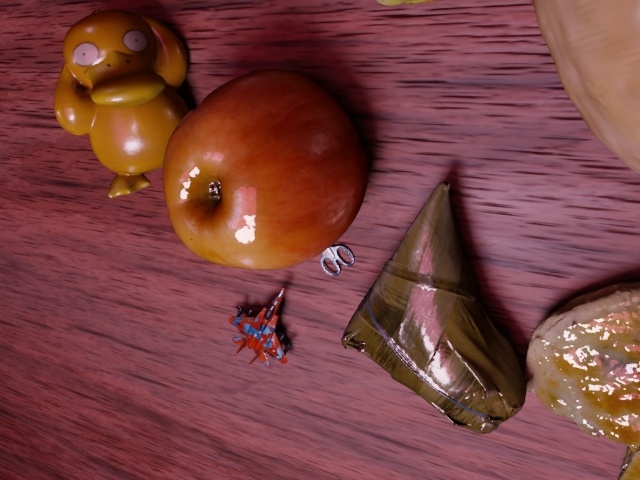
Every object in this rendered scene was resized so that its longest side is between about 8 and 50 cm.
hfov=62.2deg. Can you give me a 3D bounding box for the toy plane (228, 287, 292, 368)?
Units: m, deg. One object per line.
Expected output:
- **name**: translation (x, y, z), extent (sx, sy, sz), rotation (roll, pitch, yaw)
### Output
- **toy plane**: translation (-0.090, 0.139, 0.897), extent (0.130, 0.061, 0.189), rotation (37, 121, 11)

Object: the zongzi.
- **zongzi**: translation (0.188, 0.095, 0.681), extent (0.251, 0.125, 0.274), rotation (34, 119, 13)

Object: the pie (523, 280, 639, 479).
- **pie**: translation (0.415, 0.182, 0.618), extent (0.338, 0.075, 0.337), rotation (13, 118, 26)

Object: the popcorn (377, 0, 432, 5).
- **popcorn**: translation (0.088, -0.346, 0.460), extent (0.277, 0.225, 0.276), rotation (15, 123, 24)

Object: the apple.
- **apple**: translation (-0.070, -0.086, 0.664), extent (0.242, 0.241, 0.242), rotation (15, 121, 26)

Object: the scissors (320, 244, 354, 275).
- **scissors**: translation (0.000, 0.000, 0.806), extent (0.058, 0.014, 0.119), rotation (-37, 95, 32)

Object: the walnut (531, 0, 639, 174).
- **walnut**: translation (0.320, -0.211, 0.334), extent (0.382, 0.381, 0.381), rotation (13, 118, 24)

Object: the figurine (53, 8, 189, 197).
- **figurine**: translation (-0.276, -0.201, 0.774), extent (0.215, 0.215, 0.228), rotation (22, 145, 19)
